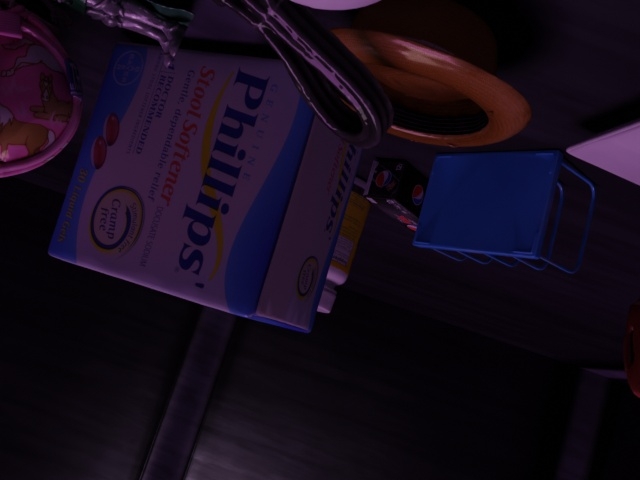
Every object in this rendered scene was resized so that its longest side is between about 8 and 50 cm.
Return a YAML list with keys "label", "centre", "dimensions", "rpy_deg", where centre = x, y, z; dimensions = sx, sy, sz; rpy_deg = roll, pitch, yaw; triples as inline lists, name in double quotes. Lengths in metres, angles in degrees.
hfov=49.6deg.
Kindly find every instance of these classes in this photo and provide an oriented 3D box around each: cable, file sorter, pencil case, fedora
- label: "cable"
  centre: [-0.042, -0.183, 0.459]
  dimensions: [0.287, 0.072, 0.139]
  rpy_deg: [36, 154, -15]
- label: "file sorter"
  centre: [0.217, -0.030, 0.816]
  dimensions: [0.104, 0.118, 0.170]
  rpy_deg: [23, 169, -39]
- label: "pencil case"
  centre: [-0.375, -0.172, 0.796]
  dimensions: [0.160, 0.167, 0.386]
  rpy_deg: [58, 164, -23]
- label: "fedora"
  centre: [0.080, -0.143, 0.559]
  dimensions: [0.194, 0.079, 0.194]
  rpy_deg: [17, 170, 3]

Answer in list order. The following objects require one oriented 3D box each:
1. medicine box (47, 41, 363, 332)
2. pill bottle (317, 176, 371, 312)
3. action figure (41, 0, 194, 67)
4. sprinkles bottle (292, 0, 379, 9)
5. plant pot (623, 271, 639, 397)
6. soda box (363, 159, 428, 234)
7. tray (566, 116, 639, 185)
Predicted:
- label: "medicine box"
  centre: [-0.122, -0.064, 0.786]
  dimensions: [0.289, 0.264, 0.149]
  rpy_deg: [13, 173, 27]
- label: "pill bottle"
  centre: [0.000, 0.000, 1.090]
  dimensions: [0.119, 0.209, 0.119]
  rpy_deg: [18, 170, 3]
- label: "action figure"
  centre: [-0.239, -0.244, 0.657]
  dimensions: [0.232, 0.064, 0.137]
  rpy_deg: [25, 171, -17]
- label: "sprinkles bottle"
  centre: [0.034, -0.202, 0.207]
  dimensions: [0.121, 0.121, 0.355]
  rpy_deg: [20, 170, -8]
- label: "plant pot"
  centre: [0.426, 0.081, 0.582]
  dimensions: [0.264, 0.273, 0.272]
  rpy_deg: [16, 170, 8]
- label: "soda box"
  centre: [0.131, -0.055, 0.990]
  dimensions: [0.053, 0.060, 0.169]
  rpy_deg: [9, 165, 38]
- label: "tray"
  centre: [0.337, -0.086, 0.553]
  dimensions: [0.145, 0.030, 0.270]
  rpy_deg: [21, 170, -13]
